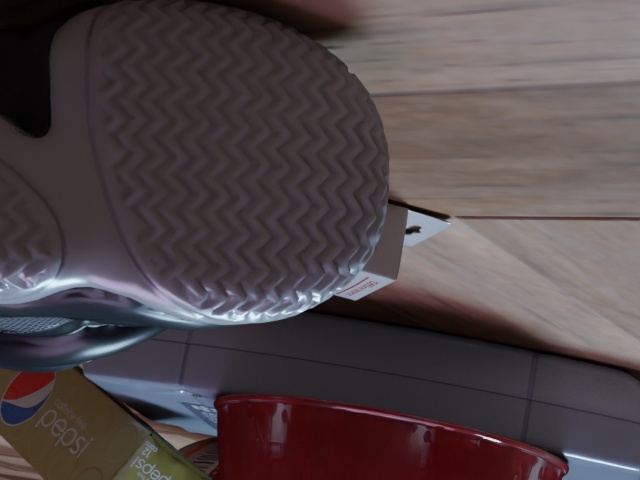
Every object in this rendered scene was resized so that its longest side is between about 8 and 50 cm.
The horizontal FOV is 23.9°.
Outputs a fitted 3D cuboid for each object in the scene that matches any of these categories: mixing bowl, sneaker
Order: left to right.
[{"bbox_3d":[-0.127,-0.017,0.414,0.269,0.101,0.153,9,165,-14],"label":"sneaker"},{"bbox_3d":[0.025,0.144,0.748,0.181,0.098,0.181,11,166,3],"label":"mixing bowl"}]

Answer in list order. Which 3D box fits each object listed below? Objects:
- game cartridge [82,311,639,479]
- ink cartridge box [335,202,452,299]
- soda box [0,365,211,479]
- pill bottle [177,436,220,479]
[{"bbox_3d":[0.030,0.088,0.824,0.294,0.060,0.196,8,169,10],"label":"game cartridge"},{"bbox_3d":[0.000,0.000,0.548,0.083,0.028,0.048,14,166,-13],"label":"ink cartridge box"},{"bbox_3d":[-0.144,0.117,0.903,0.058,0.061,0.181,45,170,-37],"label":"soda box"},{"bbox_3d":[0.028,0.270,1.187,0.224,0.224,0.392,22,163,-36],"label":"pill bottle"}]
